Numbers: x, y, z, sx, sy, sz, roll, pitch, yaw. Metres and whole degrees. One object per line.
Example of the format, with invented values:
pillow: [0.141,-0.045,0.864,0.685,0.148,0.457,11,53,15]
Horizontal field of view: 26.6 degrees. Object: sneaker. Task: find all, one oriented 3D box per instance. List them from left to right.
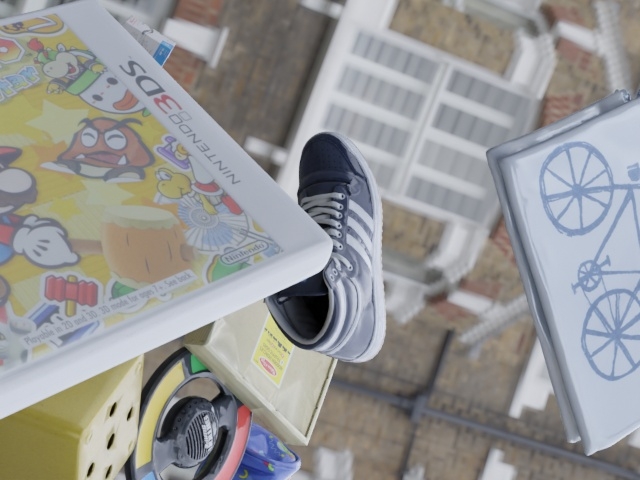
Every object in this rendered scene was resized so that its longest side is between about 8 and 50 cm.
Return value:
sneaker: [0.000,0.000,1.577,0.099,0.153,0.282,-14,-102,29]

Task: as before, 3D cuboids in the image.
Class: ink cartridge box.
ink cartridge box: [-0.225,-0.253,1.688,0.028,0.083,0.048,-57,-171,16]

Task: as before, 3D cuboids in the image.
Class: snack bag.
snack bag: [0.343,-0.002,1.350,0.037,0.342,0.323,11,-56,63]

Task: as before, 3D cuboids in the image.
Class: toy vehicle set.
toy vehicle set: [-0.066,0.128,1.731,0.035,0.267,0.166,1,-124,34]

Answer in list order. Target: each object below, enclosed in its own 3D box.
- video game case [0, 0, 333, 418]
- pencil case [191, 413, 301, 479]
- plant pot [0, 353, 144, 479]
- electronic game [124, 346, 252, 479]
video game case: [-0.139,-0.025,0.633,0.206,0.227,0.026,45,-44,23]
pencil case: [-0.152,0.393,1.897,0.306,0.133,0.119,-59,-157,9]
plant pot: [-0.296,0.176,1.381,0.212,0.187,0.212,-58,163,-52]
electronic game: [-0.160,0.237,1.676,0.048,0.229,0.229,11,-99,34]
